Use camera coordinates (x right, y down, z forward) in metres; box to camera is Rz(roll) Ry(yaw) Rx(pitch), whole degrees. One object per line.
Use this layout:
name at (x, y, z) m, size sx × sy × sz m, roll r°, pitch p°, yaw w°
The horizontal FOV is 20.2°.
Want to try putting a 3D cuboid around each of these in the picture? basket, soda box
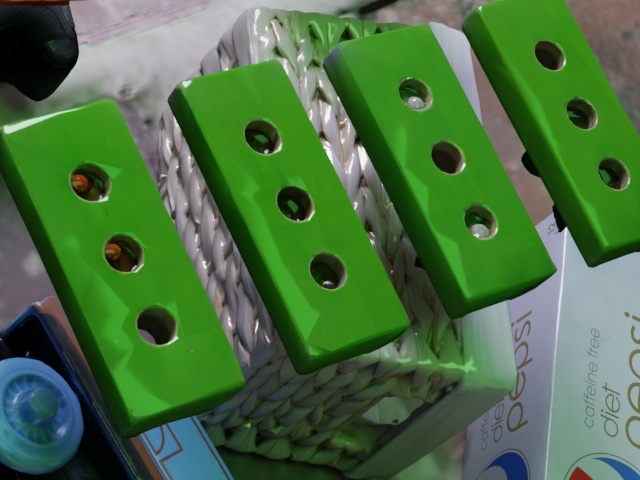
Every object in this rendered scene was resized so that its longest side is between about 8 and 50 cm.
basket at (0.000, 0.000, 0.729) m, size 0.103 × 0.113 × 0.167 m, roll 9°, pitch 59°, yaw -27°
soda box at (0.108, 0.097, 0.774) m, size 0.074 × 0.069 × 0.216 m, roll 24°, pitch 53°, yaw -20°

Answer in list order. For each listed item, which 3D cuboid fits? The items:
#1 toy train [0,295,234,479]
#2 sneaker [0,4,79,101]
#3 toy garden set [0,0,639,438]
toy train at (-0.071, 0.105, 0.649) m, size 0.105 × 0.080 × 0.184 m, roll -24°, pitch 79°, yaw -48°
sneaker at (-0.183, -0.072, 0.670) m, size 0.234 × 0.078 × 0.106 m, roll -22°, pitch 76°, yaw -41°
toy garden set at (-0.012, -0.053, 0.657) m, size 0.244 × 0.049 × 0.204 m, roll -17°, pitch 73°, yaw -32°
